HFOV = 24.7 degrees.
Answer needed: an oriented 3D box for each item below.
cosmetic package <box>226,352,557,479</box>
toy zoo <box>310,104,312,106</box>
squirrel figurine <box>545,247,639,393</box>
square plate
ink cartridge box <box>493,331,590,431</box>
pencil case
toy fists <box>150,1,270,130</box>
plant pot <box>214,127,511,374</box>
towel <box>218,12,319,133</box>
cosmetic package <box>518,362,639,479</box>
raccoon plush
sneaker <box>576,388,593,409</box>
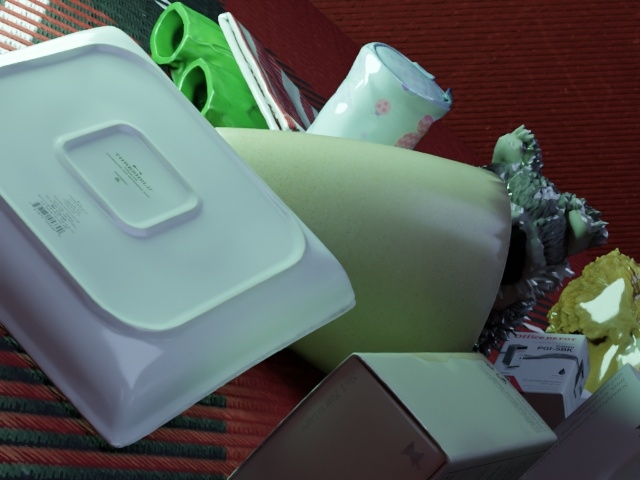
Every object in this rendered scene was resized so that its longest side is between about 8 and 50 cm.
[{"bbox_3d":[0.068,0.180,1.190,0.113,0.160,0.309,49,13,20],"label":"cosmetic package"},{"bbox_3d":[-0.057,-0.178,2.123,0.192,0.030,0.293,52,16,25],"label":"toy zoo"},{"bbox_3d":[0.504,0.208,2.149,0.397,0.281,0.370,56,11,30],"label":"squirrel figurine"},{"bbox_3d":[-0.159,-0.035,1.160,0.347,0.049,0.344,47,33,11],"label":"square plate"},{"bbox_3d":[0.254,0.164,1.723,0.135,0.099,0.056,-53,139,-55],"label":"ink cartridge box"},{"bbox_3d":[0.022,-0.084,1.587,0.113,0.273,0.124,36,16,-5],"label":"pencil case"},{"bbox_3d":[-0.125,-0.182,1.821,0.142,0.096,0.279,26,24,-33],"label":"toy fists"},{"bbox_3d":[0.000,0.000,1.404,0.274,0.256,0.256,23,21,-18],"label":"plant pot"},{"bbox_3d":[0.001,-0.120,1.802,0.329,0.037,0.237,45,14,-47],"label":"towel"},{"bbox_3d":[0.392,0.338,1.553,0.385,0.217,0.156,43,14,-18],"label":"cosmetic package"},{"bbox_3d":[0.191,0.009,1.735,0.216,0.299,0.446,44,14,-1],"label":"raccoon plush"},{"bbox_3d":[0.334,0.265,1.813,0.281,0.105,0.115,23,38,-38],"label":"sneaker"}]
